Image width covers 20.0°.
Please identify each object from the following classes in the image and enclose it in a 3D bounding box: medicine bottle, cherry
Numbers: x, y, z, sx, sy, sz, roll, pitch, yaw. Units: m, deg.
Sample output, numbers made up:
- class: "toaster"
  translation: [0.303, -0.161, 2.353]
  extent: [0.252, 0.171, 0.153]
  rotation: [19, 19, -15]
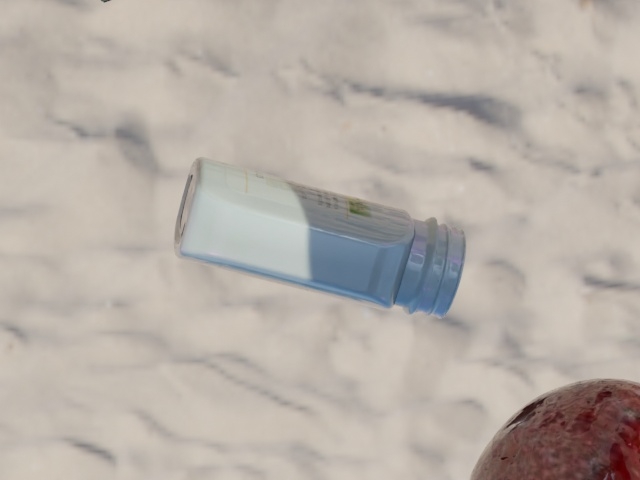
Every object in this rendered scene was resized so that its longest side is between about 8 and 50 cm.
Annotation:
- class: "medicine bottle"
  translation: [0.000, 0.000, 2.086]
  extent: [0.324, 0.179, 0.124]
  rotation: [13, 100, -10]
- class: "cherry"
  translation: [0.254, 0.253, 1.761]
  extent: [0.203, 0.230, 0.300]
  rotation: [16, 148, -36]

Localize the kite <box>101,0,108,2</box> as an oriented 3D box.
- class: "kite"
  translation: [-0.191, -0.343, 1.853]
  extent: [0.335, 0.314, 0.011]
  rotation: [-22, 128, 18]
